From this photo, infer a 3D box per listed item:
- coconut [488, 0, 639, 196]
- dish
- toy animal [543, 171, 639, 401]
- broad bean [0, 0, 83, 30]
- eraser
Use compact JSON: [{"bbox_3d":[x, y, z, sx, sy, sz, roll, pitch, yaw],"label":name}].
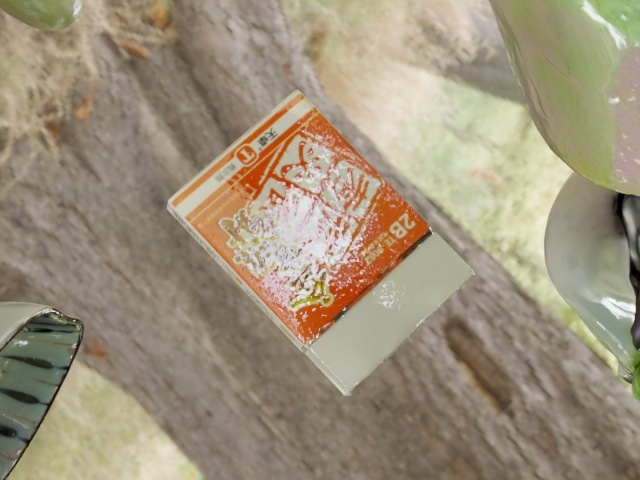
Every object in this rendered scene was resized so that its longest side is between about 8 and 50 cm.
[{"bbox_3d":[0.172,-0.119,0.518,0.236,0.205,0.235,-14,115,-34],"label":"coconut"},{"bbox_3d":[-0.207,0.096,0.657,0.190,0.066,0.190,-57,173,-11],"label":"dish"},{"bbox_3d":[0.251,0.007,0.765,0.212,0.212,0.266,-34,167,-28],"label":"toy animal"},{"bbox_3d":[-0.345,-0.335,1.334,0.121,0.189,0.263,-60,153,-12],"label":"broad bean"},{"bbox_3d":[0.000,0.000,1.089,0.157,0.230,0.038,-42,174,-15],"label":"eraser"}]
